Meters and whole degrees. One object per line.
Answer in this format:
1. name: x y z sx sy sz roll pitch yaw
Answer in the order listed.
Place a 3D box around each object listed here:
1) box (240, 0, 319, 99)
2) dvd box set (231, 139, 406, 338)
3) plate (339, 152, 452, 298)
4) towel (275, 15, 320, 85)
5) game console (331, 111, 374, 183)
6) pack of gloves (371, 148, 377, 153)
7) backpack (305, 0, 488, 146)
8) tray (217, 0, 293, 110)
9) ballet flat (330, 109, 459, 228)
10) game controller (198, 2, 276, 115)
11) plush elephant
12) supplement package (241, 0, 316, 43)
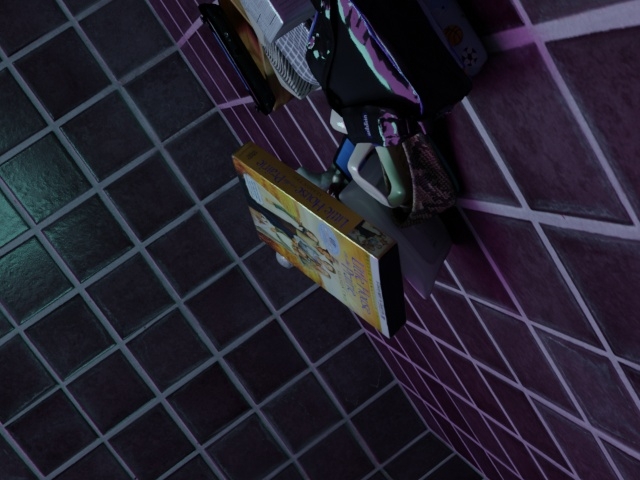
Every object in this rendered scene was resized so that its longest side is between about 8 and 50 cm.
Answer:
1. box: -0.081 -0.457 1.890 0.113 0.094 0.275 44 167 50
2. dvd box set: 0.000 0.000 1.800 0.420 0.062 0.308 37 158 29
3. plate: 0.177 -0.046 1.790 0.278 0.045 0.277 50 -151 -7
4. towel: -0.042 -0.448 1.625 0.284 0.121 0.235 55 171 2
5. game console: 0.057 -0.206 1.949 0.124 0.085 0.144 46 -175 -43
6. pack of gloves: 0.102 -0.236 1.916 0.232 0.046 0.195 52 170 21
7. backpack: 0.095 -0.270 1.260 0.276 0.213 0.263 61 159 0
8. tray: -0.167 -0.516 2.210 0.203 0.076 0.411 52 172 15
9. ballet flat: 0.117 -0.194 1.530 0.164 0.182 0.483 43 166 45
10. game controller: -0.219 -0.468 2.211 0.319 0.067 0.166 59 170 -22
11. plush elephant: 0.051 -0.100 2.110 0.272 0.330 0.255 144 114 -69
12. supplement package: -0.050 -0.463 1.360 0.203 0.194 0.149 55 171 -6
